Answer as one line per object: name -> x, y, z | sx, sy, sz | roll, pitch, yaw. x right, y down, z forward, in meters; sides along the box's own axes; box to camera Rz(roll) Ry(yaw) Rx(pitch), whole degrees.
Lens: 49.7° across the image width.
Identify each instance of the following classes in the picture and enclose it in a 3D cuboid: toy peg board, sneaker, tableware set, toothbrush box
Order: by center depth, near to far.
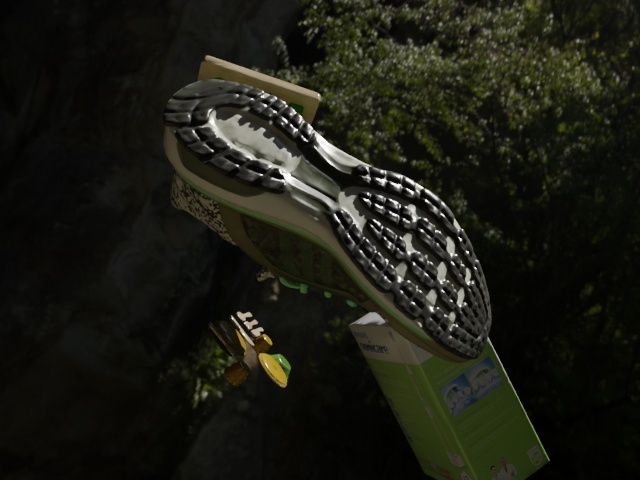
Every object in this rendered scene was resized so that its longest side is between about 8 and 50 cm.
sneaker -> 0.000, 0.000, 0.756 | 0.410, 0.158, 0.182 | 37, -37, 0
tableware set -> -0.080, 0.131, 0.781 | 0.024, 0.154, 0.104 | -40, -97, 7
toy peg board -> -0.103, -0.140, 0.935 | 0.161, 0.079, 0.160 | 18, -42, -7
toothbrush box -> 0.185, 0.225, 1.049 | 0.283, 0.122, 0.206 | 61, -18, -3
